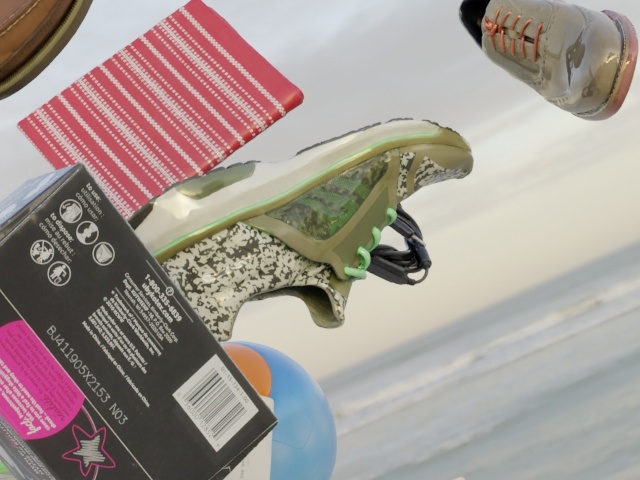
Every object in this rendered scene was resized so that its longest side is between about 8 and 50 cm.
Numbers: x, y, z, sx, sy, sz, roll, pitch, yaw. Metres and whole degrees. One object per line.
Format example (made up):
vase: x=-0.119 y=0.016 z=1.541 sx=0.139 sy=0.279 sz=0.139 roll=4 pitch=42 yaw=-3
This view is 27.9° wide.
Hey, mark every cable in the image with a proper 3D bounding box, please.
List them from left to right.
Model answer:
cable: x=0.057 y=-0.024 z=1.597 sx=0.047 sy=0.184 sz=0.150 roll=-54 pitch=19 yaw=36

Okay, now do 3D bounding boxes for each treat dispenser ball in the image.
treat dispenser ball: x=-0.121 y=0.286 z=1.817 sx=0.288 sy=0.288 sz=0.288 roll=-23 pitch=-6 yaw=-2

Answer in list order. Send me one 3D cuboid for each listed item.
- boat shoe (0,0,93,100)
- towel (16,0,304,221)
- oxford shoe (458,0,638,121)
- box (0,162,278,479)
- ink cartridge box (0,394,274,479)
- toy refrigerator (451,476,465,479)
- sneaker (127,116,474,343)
boat shoe: x=-0.304 y=-0.152 z=0.951 sx=0.307 sy=0.110 sz=0.104 roll=-23 pitch=-24 yaw=26
towel: x=-0.178 y=-0.145 z=1.461 sx=0.275 sy=0.199 sz=0.031 roll=-38 pitch=-24 yaw=-16
oxford shoe: x=0.245 y=-0.214 z=1.447 sx=0.130 sy=0.123 sz=0.348 roll=11 pitch=13 yaw=-14
box: x=-0.181 y=0.090 z=0.958 sx=0.163 sy=0.247 sz=0.142 roll=-43 pitch=18 yaw=-25
ink cartridge box: x=-0.210 y=0.202 z=1.313 sx=0.198 sy=0.114 sz=0.273 roll=-15 pitch=-26 yaw=40
toy refrigerator: x=0.134 y=0.350 z=1.392 sx=0.094 sy=0.102 sz=0.269 roll=-22 pitch=-25 yaw=-4
sneaker: x=0.000 y=0.000 z=1.326 sx=0.410 sy=0.182 sz=0.158 roll=-19 pitch=-6 yaw=-29
